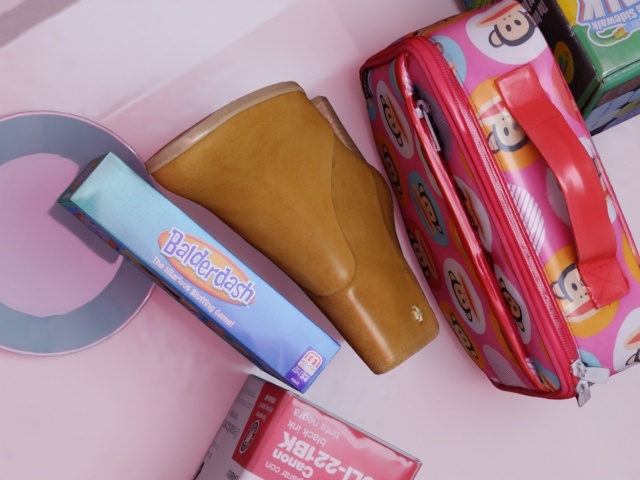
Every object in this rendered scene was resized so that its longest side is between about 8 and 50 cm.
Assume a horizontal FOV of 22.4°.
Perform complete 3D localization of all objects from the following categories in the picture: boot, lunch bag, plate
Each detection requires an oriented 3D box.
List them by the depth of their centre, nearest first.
[{"bbox_3d":[-0.001,0.000,1.158,0.104,0.295,0.211,-30,85,20],"label":"boot"},{"bbox_3d":[0.145,-0.028,1.194,0.120,0.258,0.293,-25,94,-11],"label":"lunch bag"},{"bbox_3d":[-0.211,-0.005,1.238,0.188,0.024,0.188,0,91,-13],"label":"plate"}]

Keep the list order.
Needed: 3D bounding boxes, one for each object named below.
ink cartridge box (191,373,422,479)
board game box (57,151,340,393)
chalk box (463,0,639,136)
[{"bbox_3d":[-0.056,0.247,1.182,0.114,0.197,0.273,29,84,-9],"label":"ink cartridge box"},{"bbox_3d":[-0.093,0.021,1.170,0.210,0.160,0.047,40,83,-11],"label":"board game box"},{"bbox_3d":[0.228,-0.190,1.219,0.179,0.180,0.289,-26,80,-10],"label":"chalk box"}]
